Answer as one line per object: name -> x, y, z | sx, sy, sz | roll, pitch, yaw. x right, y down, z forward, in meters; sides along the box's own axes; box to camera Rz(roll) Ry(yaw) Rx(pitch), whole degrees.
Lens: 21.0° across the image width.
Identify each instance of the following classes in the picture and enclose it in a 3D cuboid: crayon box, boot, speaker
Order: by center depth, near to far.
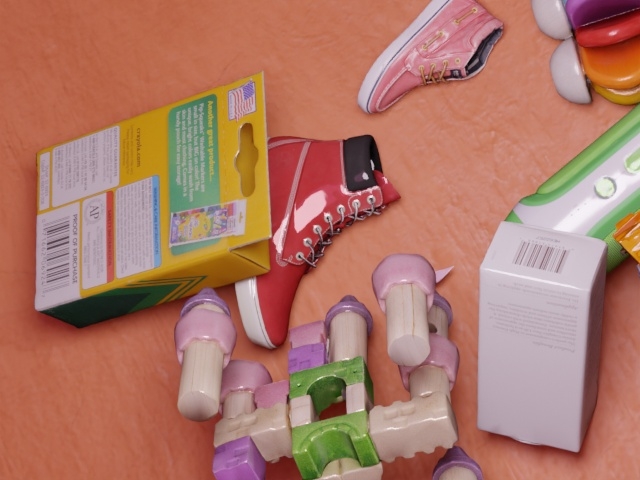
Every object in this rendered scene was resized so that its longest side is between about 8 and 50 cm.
speaker -> 0.336, -0.068, 1.819 | 0.296, 0.131, 0.131 | -40, 73, 8
crayon box -> -0.171, -0.041, 1.929 | 0.323, 0.083, 0.203 | -17, 63, 29
boot -> 0.000, 0.000, 1.933 | 0.176, 0.088, 0.244 | 0, 78, 15

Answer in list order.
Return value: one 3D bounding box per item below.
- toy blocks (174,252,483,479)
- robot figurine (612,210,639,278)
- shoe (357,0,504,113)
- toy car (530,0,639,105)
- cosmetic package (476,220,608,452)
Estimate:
toy blocks -> 0.018, 0.155, 1.842 | 0.288, 0.309, 0.260 | -16, 34, 10
robot figurine -> 0.444, 0.049, 1.747 | 0.211, 0.085, 0.291 | -43, 102, 7
shoe -> 0.124, -0.198, 1.934 | 0.081, 0.063, 0.178 | 41, 90, 23
toy car -> 0.310, -0.239, 1.848 | 0.159, 0.136, 0.182 | -17, 77, 14
cosmetic package -> 0.227, 0.101, 1.781 | 0.117, 0.231, 0.085 | 13, 43, 17
